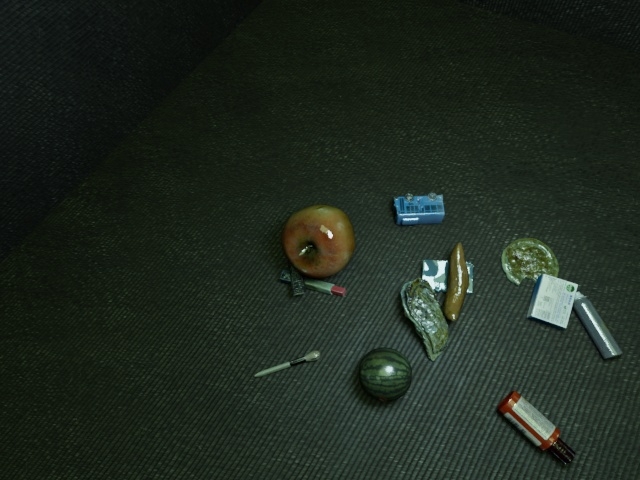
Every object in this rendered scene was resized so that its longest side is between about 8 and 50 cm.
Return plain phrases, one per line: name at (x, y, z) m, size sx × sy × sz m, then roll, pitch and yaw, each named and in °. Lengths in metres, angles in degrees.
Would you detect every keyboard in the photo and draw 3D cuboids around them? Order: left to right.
keyboard at (-0.110, 0.162, 1.922) m, size 0.064 × 0.010 × 0.197 m, roll -11°, pitch 55°, yaw -2°

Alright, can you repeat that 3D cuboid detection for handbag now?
handbag at (0.568, 0.166, 1.873) m, size 0.222 × 0.057 × 0.144 m, roll 4°, pitch 72°, yaw 8°

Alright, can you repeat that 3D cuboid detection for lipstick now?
lipstick at (-0.033, 0.203, 1.926) m, size 0.313 × 0.051 × 0.051 m, roll 14°, pitch 61°, yaw 13°

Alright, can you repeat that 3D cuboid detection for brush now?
brush at (-0.141, 0.536, 1.785) m, size 0.300 × 0.039 × 0.042 m, roll -20°, pitch 64°, yaw -2°

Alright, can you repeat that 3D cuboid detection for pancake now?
pancake at (0.938, 0.100, 1.864) m, size 0.254 × 0.037 × 0.253 m, roll -3°, pitch 67°, yaw 6°

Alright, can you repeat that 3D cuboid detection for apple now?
apple at (0.000, 0.000, 1.883) m, size 0.339 × 0.305 × 0.337 m, roll 7°, pitch 107°, yaw 24°

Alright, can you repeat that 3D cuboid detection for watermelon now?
watermelon at (0.258, 0.529, 1.647) m, size 0.213 × 0.212 × 0.211 m, roll -3°, pitch 64°, yaw 6°

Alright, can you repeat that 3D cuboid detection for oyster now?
oyster at (0.441, 0.330, 1.760) m, size 0.163 × 0.158 × 0.350 m, roll -13°, pitch 75°, yaw -2°

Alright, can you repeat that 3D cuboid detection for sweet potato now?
sweet potato at (0.589, 0.182, 1.782) m, size 0.092 × 0.114 × 0.340 m, roll 1°, pitch 71°, yaw 33°

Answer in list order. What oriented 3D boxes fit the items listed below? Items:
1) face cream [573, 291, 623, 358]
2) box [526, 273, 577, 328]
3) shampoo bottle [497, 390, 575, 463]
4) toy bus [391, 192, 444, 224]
face cream at (1.118, 0.341, 1.703) m, size 0.073 × 0.073 × 0.283 m, roll -18°, pitch 63°, yaw -2°
box at (0.970, 0.255, 1.746) m, size 0.140 × 0.073 × 0.194 m, roll 19°, pitch 78°, yaw 14°
shampoo bottle at (0.805, 0.699, 1.549) m, size 0.104 × 0.104 × 0.278 m, roll -41°, pitch 66°, yaw -13°
toy bus at (0.466, -0.146, 2.000) m, size 0.235 × 0.116 × 0.133 m, roll -2°, pitch 67°, yaw 4°
